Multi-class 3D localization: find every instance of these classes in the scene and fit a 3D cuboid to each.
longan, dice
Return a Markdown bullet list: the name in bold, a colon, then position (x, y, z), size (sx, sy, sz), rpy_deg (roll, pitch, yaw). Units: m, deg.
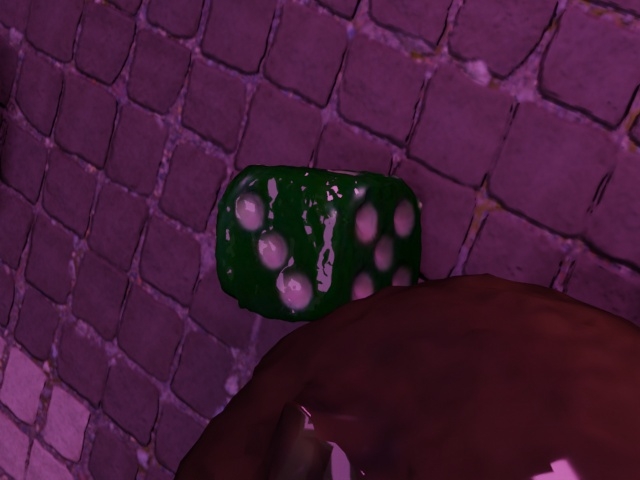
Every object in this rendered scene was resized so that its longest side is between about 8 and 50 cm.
- **longan**: position (0.090, 0.216, 0.598), size (0.391, 0.391, 0.391), rpy_deg (5, 99, 37)
- **dice**: position (0.000, 0.000, 0.819), size (0.128, 0.131, 0.120), rpy_deg (7, 98, 38)

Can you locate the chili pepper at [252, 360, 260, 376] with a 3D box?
- **chili pepper**: position (0.016, 0.175, 0.856), size (0.084, 0.086, 0.192), rpy_deg (-46, 56, 2)
